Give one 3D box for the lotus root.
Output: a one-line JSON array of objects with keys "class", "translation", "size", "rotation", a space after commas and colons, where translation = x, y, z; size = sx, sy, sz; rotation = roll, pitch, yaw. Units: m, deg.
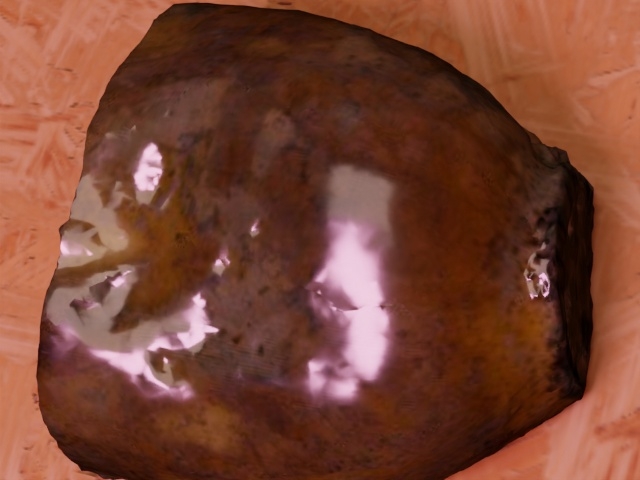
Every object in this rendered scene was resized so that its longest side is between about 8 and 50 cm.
[{"class": "lotus root", "translation": [0.008, 0.013, 0.903], "size": [0.260, 0.149, 0.267], "rotation": [11, 76, 23]}]
